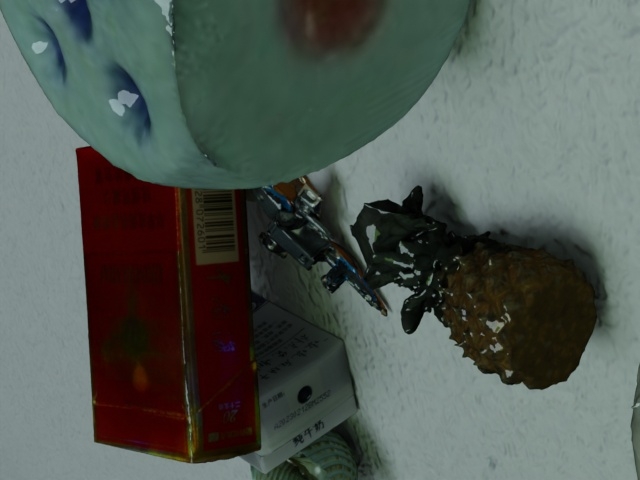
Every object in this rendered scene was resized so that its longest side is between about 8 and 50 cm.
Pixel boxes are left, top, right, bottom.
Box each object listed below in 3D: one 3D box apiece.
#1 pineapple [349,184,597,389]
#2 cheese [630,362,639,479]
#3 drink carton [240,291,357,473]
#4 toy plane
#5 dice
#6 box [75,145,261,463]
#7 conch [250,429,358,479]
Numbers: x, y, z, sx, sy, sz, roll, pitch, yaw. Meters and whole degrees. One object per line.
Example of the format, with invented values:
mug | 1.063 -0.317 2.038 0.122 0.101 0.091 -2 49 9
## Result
pineapple | 0.111 0.031 1.030 0.237 0.111 0.119 27 108 53
cheese | 0.289 0.147 0.786 0.189 0.154 0.198 -132 20 -62
drink carton | -0.081 0.142 1.402 0.222 0.134 0.102 23 133 47
toy plane | -0.008 0.006 1.231 0.188 0.062 0.135 56 150 8
dice | -0.068 -0.214 0.908 0.262 0.268 0.265 35 144 40
box | -0.154 0.053 1.290 0.197 0.089 0.313 -2 91 51
conch | -0.015 0.248 1.425 0.153 0.102 0.135 -13 123 42
